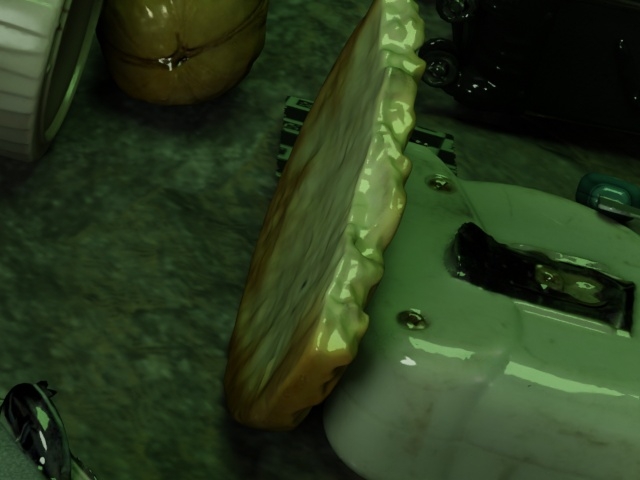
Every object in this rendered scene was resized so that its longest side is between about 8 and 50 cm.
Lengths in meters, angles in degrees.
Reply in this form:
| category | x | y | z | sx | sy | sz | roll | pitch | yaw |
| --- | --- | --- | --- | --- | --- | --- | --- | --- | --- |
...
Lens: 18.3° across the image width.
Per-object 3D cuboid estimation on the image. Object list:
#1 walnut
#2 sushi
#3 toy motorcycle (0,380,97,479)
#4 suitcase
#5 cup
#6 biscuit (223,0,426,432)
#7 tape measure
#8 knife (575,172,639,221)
| category | x | y | z | sx | sy | sz | roll | pitch | yaw |
| --- | --- | --- | --- | --- | --- | --- | --- | --- | --- |
| walnut | -0.108 | -0.184 | 1.531 | 0.144 | 0.144 | 0.180 | 11 | 23 | -6 |
| sushi | 0.033 | -0.051 | 1.475 | 0.139 | 0.031 | 0.201 | 14 | 20 | -3 |
| toy motorcycle | -0.139 | 0.175 | 0.958 | 0.091 | 0.157 | 0.263 | -12 | 39 | -32 |
| suitcase | 0.302 | -0.205 | 1.686 | 0.434 | 0.194 | 0.283 | 12 | 33 | -7 |
| cup | -0.302 | -0.174 | 1.422 | 0.273 | 0.288 | 0.208 | 16 | 68 | 0 |
| biscuit | 0.000 | 0.000 | 1.234 | 0.040 | 0.204 | 0.309 | 23 | 49 | -13 |
| tape measure | 0.119 | 0.057 | 1.270 | 0.265 | 0.130 | 0.258 | 14 | 30 | -2 |
| knife | 0.219 | -0.025 | 1.430 | 0.058 | 0.032 | 0.244 | 22 | 5 | 1 |
